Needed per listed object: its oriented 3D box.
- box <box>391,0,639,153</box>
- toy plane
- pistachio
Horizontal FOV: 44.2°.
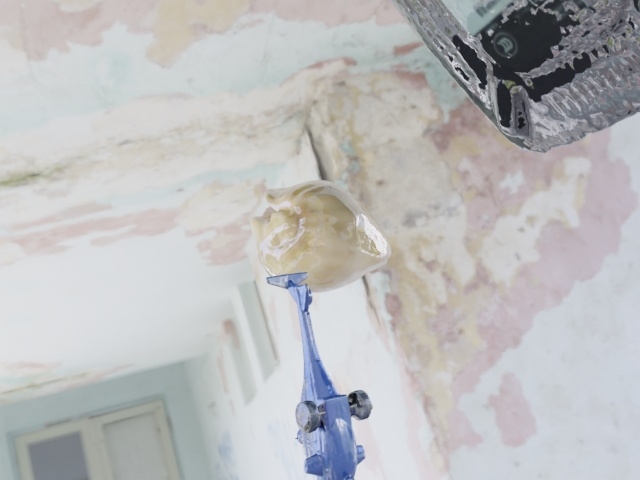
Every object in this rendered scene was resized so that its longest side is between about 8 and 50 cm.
[{"bbox_3d":[0.153,-0.241,0.610,0.091,0.350,0.359,-43,5,-17],"label":"box"},{"bbox_3d":[-0.005,0.103,0.564,0.054,0.167,0.062,-5,-11,-32],"label":"toy plane"},{"bbox_3d":[0.000,0.000,0.823,0.145,0.117,0.200,26,0,4],"label":"pistachio"}]
